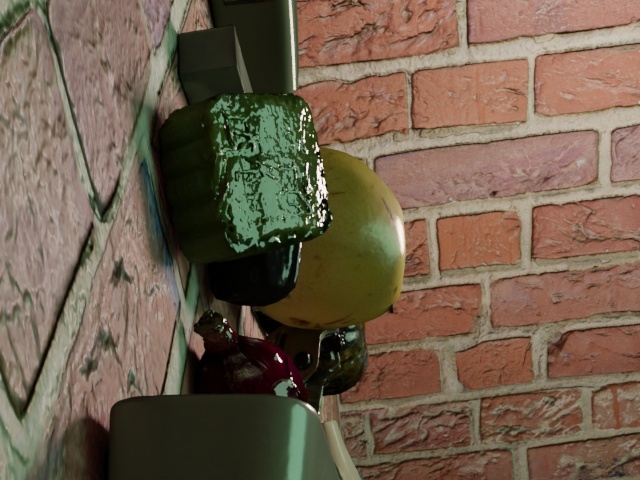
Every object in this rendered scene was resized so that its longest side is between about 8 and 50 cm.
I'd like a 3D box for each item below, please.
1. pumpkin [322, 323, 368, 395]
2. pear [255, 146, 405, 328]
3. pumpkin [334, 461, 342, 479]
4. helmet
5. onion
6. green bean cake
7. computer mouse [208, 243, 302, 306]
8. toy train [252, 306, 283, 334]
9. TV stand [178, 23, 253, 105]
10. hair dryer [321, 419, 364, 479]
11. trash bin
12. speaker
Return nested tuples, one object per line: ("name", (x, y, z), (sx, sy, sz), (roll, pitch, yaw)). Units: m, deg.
("pumpkin", (0.004, 0.192, 2.403), (0.320, 0.192, 0.321), (-5, 90, -87))
("pear", (0.000, 0.000, 1.823), (0.309, 0.309, 0.309), (-7, 90, -87))
("pumpkin", (-0.022, 0.458, 2.008), (0.167, 0.125, 0.167), (-5, 90, -80))
("helmet", (-0.051, 0.229, 1.909), (0.198, 0.130, 0.224), (83, 30, -53))
("onion", (-0.090, 0.174, 1.386), (0.173, 0.135, 0.198), (-96, 176, -64))
("green bean cake", (-0.093, -0.079, 1.375), (0.214, 0.113, 0.201), (-7, 89, -51))
("computer mouse", (-0.089, -0.041, 1.559), (0.170, 0.100, 0.269), (-14, -102, 55))
("toy train", (-0.095, 0.144, 2.095), (0.207, 0.043, 0.047), (74, 6, -70))
("TV stand", (-0.142, -0.198, 1.648), (0.270, 0.088, 0.083), (79, 5, -58))
("hair dryer", (0.032, 0.602, 3.032), (0.296, 0.118, 0.298), (-102, 169, -50))
("trash bin", (-0.116, -0.455, 2.002), (0.223, 0.158, 0.344), (-90, 173, -61))
("speaker", (-0.078, 0.287, 1.034), (0.406, 0.183, 0.184), (77, 12, -64))
